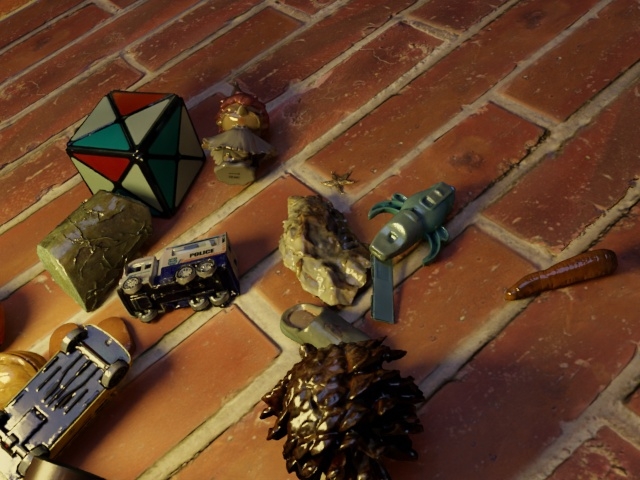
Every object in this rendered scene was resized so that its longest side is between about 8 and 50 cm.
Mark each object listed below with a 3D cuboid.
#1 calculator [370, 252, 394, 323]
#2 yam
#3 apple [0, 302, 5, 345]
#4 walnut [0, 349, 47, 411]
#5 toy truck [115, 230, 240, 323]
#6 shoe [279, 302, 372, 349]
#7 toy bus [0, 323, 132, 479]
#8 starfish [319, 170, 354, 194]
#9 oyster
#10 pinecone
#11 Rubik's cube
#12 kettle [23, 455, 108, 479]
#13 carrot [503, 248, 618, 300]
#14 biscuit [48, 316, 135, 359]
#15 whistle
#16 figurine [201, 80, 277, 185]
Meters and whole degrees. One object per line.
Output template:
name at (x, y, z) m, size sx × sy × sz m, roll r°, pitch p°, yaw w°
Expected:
calculator at (0.134, 0.101, 1.504) m, size 0.057 × 0.018 × 0.172 m, roll 13°, pitch 55°, yaw -16°
yam at (-0.556, 0.002, 1.723) m, size 0.202 × 0.202 × 0.271 m, roll 26°, pitch 55°, yaw 33°
apple at (-0.856, 0.196, 1.622) m, size 0.201 × 0.218 × 0.218 m, roll -14°, pitch 41°, yaw -31°
walnut at (-0.682, 0.310, 1.523) m, size 0.180 × 0.144 × 0.144 m, roll -14°, pitch 47°, yaw 17°
toy truck at (-0.332, 0.084, 1.622) m, size 0.267 × 0.124 × 0.155 m, roll -13°, pitch 40°, yaw 4°
shoe at (0.009, 0.190, 1.437) m, size 0.251 × 0.100 × 0.103 m, roll 22°, pitch 59°, yaw 35°
toy bus at (-0.540, 0.340, 1.431) m, size 0.145 × 0.151 × 0.331 m, roll 34°, pitch 66°, yaw 15°
starfish at (0.043, -0.149, 1.782) m, size 0.086 × 0.016 × 0.092 m, roll -19°, pitch 50°, yaw 3°
oyster at (-0.003, -0.001, 1.606) m, size 0.201 × 0.107 × 0.354 m, roll -29°, pitch 48°, yaw -14°
pinecone at (0.051, 0.308, 1.221) m, size 0.298 × 0.242 × 0.296 m, roll -35°, pitch 47°, yaw 13°
Rubik's cube at (-0.487, -0.235, 1.863) m, size 0.249 × 0.248 × 0.247 m, roll 7°, pitch 53°, yaw 21°
kettle at (-0.483, 0.538, 1.262) m, size 0.201 × 0.144 × 0.232 m, roll 21°, pitch 70°, yaw -6°
carrot at (0.493, 0.072, 1.423) m, size 0.247 × 0.059 × 0.059 m, roll -19°, pitch 47°, yaw 4°
biscuit at (-0.539, 0.238, 1.608) m, size 0.192 × 0.036 × 0.186 m, roll -27°, pitch 46°, yaw -8°
whistle at (0.218, -0.047, 1.570) m, size 0.274 × 0.093 × 0.186 m, roll -39°, pitch 69°, yaw -25°
figurine at (-0.217, -0.317, 1.908) m, size 0.206 × 0.166 × 0.387 m, roll 4°, pitch 52°, yaw -2°
